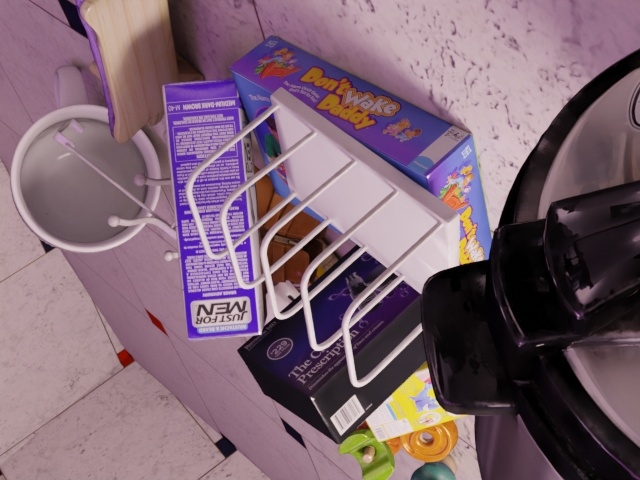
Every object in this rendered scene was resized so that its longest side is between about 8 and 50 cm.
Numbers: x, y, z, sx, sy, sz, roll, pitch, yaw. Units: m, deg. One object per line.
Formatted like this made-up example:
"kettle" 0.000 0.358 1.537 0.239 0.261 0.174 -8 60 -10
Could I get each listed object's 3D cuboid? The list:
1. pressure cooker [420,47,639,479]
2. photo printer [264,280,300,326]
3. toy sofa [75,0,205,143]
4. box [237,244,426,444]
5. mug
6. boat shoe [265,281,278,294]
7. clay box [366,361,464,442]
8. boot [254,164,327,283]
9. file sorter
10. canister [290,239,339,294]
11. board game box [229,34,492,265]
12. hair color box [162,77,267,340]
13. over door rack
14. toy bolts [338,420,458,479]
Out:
"pressure cooker" 0.290 0.069 0.685 0.375 0.370 0.420 36 161 23
"photo printer" -0.008 0.208 1.969 0.256 0.107 0.307 43 159 16
"toy sofa" -0.283 -0.311 1.494 0.150 0.177 0.362 42 160 17
"box" 0.045 0.129 1.477 0.184 0.261 0.103 21 147 52
"mug" -0.479 -0.160 2.125 0.328 0.276 0.374 176 85 -75
"boat shoe" -0.166 0.039 1.981 0.123 0.116 0.324 36 157 32
"clay box" 0.162 0.201 1.510 0.053 0.222 0.127 -99 -14 -47
"boot" -0.093 -0.075 1.604 0.220 0.283 0.109 11 -172 20
"file sorter" 0.000 0.000 1.233 0.277 0.173 0.193 39 157 28
"canister" -0.024 0.033 1.733 0.170 0.073 0.126 51 161 -10
"board game box" 0.052 -0.090 1.330 0.347 0.078 0.233 33 155 37
"hair color box" -0.140 -0.045 1.475 0.185 0.110 0.339 -92 -2 -86
"over door rack" -0.305 -0.146 1.794 0.324 0.108 0.239 46 126 7
"toy bolts" 0.179 0.366 1.878 0.218 0.158 0.228 -32 101 26
